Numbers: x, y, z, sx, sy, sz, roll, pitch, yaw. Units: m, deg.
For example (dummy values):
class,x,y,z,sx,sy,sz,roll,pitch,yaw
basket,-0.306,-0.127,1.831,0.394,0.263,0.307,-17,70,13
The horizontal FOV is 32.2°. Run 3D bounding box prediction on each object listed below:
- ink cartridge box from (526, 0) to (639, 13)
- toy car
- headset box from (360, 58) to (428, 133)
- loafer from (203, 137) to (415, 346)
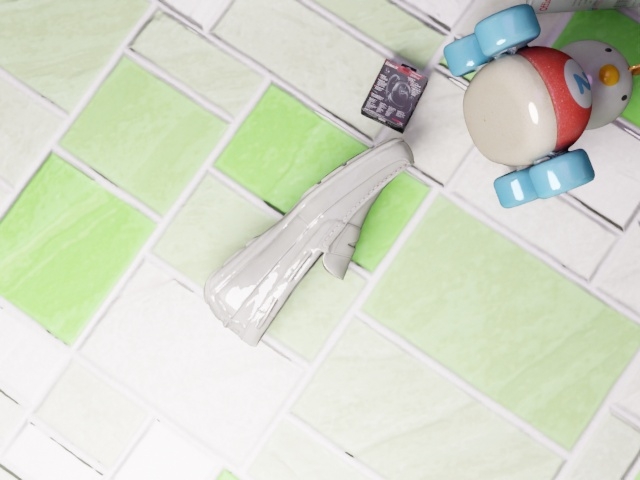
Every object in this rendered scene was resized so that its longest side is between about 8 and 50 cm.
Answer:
class,x,y,z,sx,sy,sz,roll,pitch,yaw
ink cartridge box,0.353,-0.346,1.402,0.175,0.127,0.072,-3,81,2
toy car,0.309,-0.185,1.353,0.238,0.210,0.219,-22,91,-14
headset box,0.097,-0.190,1.437,0.062,0.032,0.083,25,82,6
loafer,0.000,0.000,1.377,0.319,0.112,0.111,-41,86,3
